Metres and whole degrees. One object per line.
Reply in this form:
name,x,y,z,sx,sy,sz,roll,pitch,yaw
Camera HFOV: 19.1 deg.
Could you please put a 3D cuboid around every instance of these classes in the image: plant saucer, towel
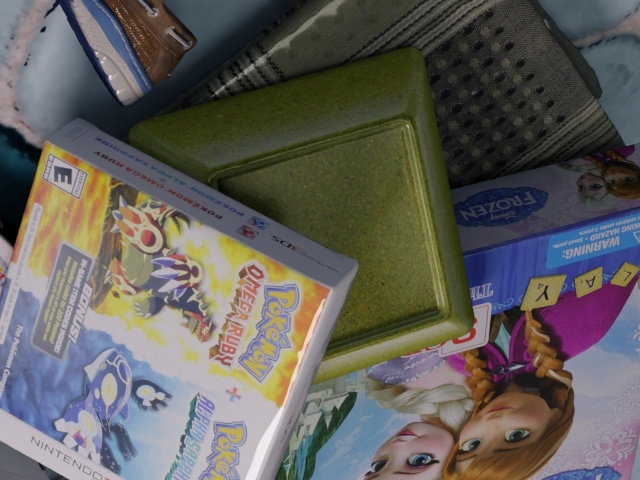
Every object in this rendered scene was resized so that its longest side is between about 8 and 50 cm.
plant saucer,0.000,0.000,1.121,0.188,0.045,0.188,-17,108,-16
towel,0.025,-0.047,1.228,0.324,0.056,0.312,-36,138,6

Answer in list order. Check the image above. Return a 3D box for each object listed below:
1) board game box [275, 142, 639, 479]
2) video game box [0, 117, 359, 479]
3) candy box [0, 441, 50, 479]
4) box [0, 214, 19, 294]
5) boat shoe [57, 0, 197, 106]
board game box,0.080,0.104,1.308,0.318,0.066,0.318,-14,135,-16
video game box,-0.097,0.061,1.090,0.048,0.187,0.205,-46,160,-60
candy box,-0.258,0.229,1.285,0.165,0.070,0.196,-20,138,-17
box,-0.227,0.031,1.135,0.114,0.036,0.207,-36,140,2
boat shoe,-0.114,-0.149,1.017,0.066,0.066,0.183,-34,150,-8
